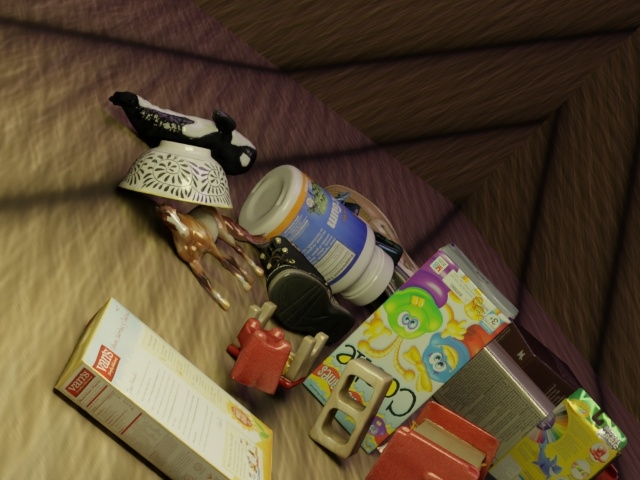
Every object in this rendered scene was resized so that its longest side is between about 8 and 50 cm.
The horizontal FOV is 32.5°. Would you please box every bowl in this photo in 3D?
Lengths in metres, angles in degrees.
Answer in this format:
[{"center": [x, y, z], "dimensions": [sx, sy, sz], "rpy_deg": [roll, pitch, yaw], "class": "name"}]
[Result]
[{"center": [-0.204, -0.101, 1.602], "dimensions": [0.170, 0.080, 0.170], "rpy_deg": [10, 2, 0], "class": "bowl"}]

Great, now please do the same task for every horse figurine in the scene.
[{"center": [-0.160, 0.004, 1.627], "dimensions": [0.174, 0.066, 0.263], "rpy_deg": [49, 15, -2], "class": "horse figurine"}]

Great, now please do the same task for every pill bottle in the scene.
[{"center": [0.000, 0.000, 1.942], "dimensions": [0.272, 0.152, 0.152], "rpy_deg": [37, 15, -29], "class": "pill bottle"}]

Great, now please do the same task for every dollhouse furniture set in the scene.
[{"center": [0.021, 0.235, 1.352], "dimensions": [0.374, 0.152, 0.201], "rpy_deg": [30, 9, 15], "class": "dollhouse furniture set"}]

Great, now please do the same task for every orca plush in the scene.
[{"center": [-0.227, -0.162, 1.875], "dimensions": [0.287, 0.151, 0.102], "rpy_deg": [35, 46, -47], "class": "orca plush"}]

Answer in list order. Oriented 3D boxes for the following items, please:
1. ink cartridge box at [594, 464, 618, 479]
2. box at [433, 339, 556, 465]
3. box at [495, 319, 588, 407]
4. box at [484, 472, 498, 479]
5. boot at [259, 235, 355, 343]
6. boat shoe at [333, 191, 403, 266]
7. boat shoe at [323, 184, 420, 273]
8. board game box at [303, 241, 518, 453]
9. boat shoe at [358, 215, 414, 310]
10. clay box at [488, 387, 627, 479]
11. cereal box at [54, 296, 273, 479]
[{"center": [0.493, 0.435, 2.107], "dimensions": [0.134, 0.078, 0.231], "rpy_deg": [49, -6, 23], "class": "ink cartridge box"}, {"center": [0.337, 0.315, 2.012], "dimensions": [0.311, 0.148, 0.121], "rpy_deg": [50, 13, 19], "class": "box"}, {"center": [0.416, 0.301, 2.244], "dimensions": [0.203, 0.168, 0.167], "rpy_deg": [39, 14, -23], "class": "box"}, {"center": [0.248, 0.402, 1.672], "dimensions": [0.190, 0.045, 0.184], "rpy_deg": [41, 15, -16], "class": "box"}, {"center": [-0.052, 0.060, 1.736], "dimensions": [0.179, 0.085, 0.236], "rpy_deg": [51, 5, 34], "class": "boot"}, {"center": [0.048, -0.041, 2.072], "dimensions": [0.258, 0.089, 0.109], "rpy_deg": [38, 27, -14], "class": "boat shoe"}, {"center": [0.109, 0.016, 2.308], "dimensions": [0.341, 0.121, 0.110], "rpy_deg": [48, 12, 10], "class": "boat shoe"}, {"center": [0.132, 0.151, 1.576], "dimensions": [0.144, 0.275, 0.142], "rpy_deg": [46, 13, 8], "class": "board game box"}, {"center": [0.082, 0.046, 2.180], "dimensions": [0.335, 0.095, 0.112], "rpy_deg": [43, -28, 12], "class": "boat shoe"}, {"center": [0.409, 0.370, 1.876], "dimensions": [0.127, 0.222, 0.053], "rpy_deg": [51, 14, 26], "class": "clay box"}, {"center": [-0.151, 0.175, 1.130], "dimensions": [0.240, 0.047, 0.173], "rpy_deg": [41, 13, -12], "class": "cereal box"}]
